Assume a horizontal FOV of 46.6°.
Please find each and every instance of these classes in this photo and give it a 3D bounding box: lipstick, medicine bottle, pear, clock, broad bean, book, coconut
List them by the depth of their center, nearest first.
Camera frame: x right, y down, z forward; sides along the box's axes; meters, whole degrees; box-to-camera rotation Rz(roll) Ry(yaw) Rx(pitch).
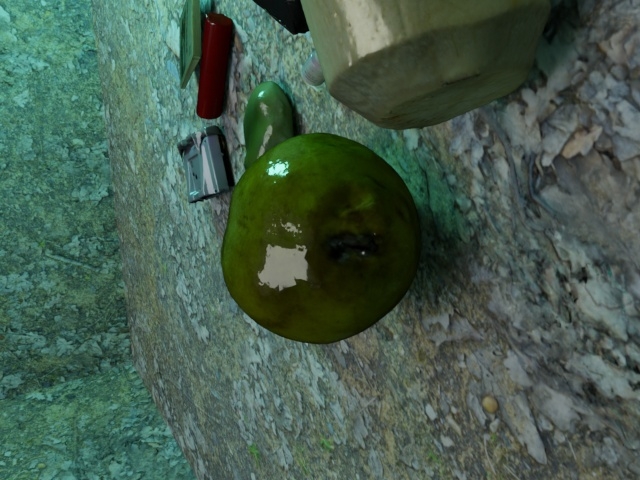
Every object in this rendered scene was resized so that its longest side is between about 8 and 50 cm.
[{"bbox_3d":[0.120,-0.306,0.932,0.323,0.322,0.323,36,133,53],"label":"coconut"},{"bbox_3d":[0.000,0.000,1.258,0.413,0.351,0.352,13,113,59],"label":"pear"},{"bbox_3d":[0.000,-0.335,1.411,0.089,0.052,0.052,-37,68,61],"label":"medicine bottle"},{"bbox_3d":[-0.116,-0.236,1.643,0.169,0.100,0.228,-20,82,57],"label":"broad bean"},{"bbox_3d":[-0.272,-0.438,1.891,0.073,0.073,0.280,56,145,37],"label":"lipstick"},{"bbox_3d":[-0.353,-0.545,1.987,0.282,0.025,0.215,156,112,-71],"label":"book"},{"bbox_3d":[-0.330,-0.209,2.093,0.253,0.083,0.187,-11,92,64],"label":"clock"}]

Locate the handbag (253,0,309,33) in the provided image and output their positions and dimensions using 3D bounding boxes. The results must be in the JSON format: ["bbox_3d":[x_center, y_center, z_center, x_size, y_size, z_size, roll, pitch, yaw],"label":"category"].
[{"bbox_3d":[-0.027,-0.461,1.283,0.215,0.169,0.155,50,156,41],"label":"handbag"}]
